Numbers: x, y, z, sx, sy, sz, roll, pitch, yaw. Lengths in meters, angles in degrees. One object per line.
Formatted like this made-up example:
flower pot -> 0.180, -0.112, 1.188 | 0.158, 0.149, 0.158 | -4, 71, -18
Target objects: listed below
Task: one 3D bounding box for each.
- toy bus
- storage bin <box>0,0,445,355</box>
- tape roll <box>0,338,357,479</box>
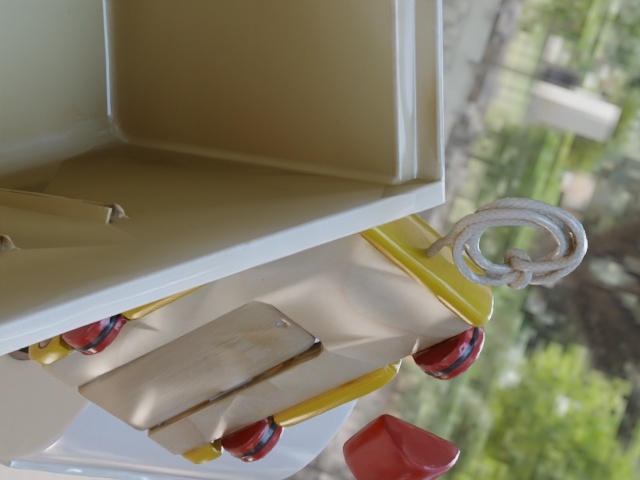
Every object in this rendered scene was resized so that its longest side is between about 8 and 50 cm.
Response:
toy bus -> -0.012, 0.002, 0.716 | 0.191, 0.202, 0.104 | 95, 2, -51
storage bin -> -0.093, -0.117, 0.442 | 0.262, 0.123, 0.260 | -19, 113, -50
tape roll -> -0.096, 0.016, 1.120 | 0.246, 0.169, 0.246 | -18, -114, 50
